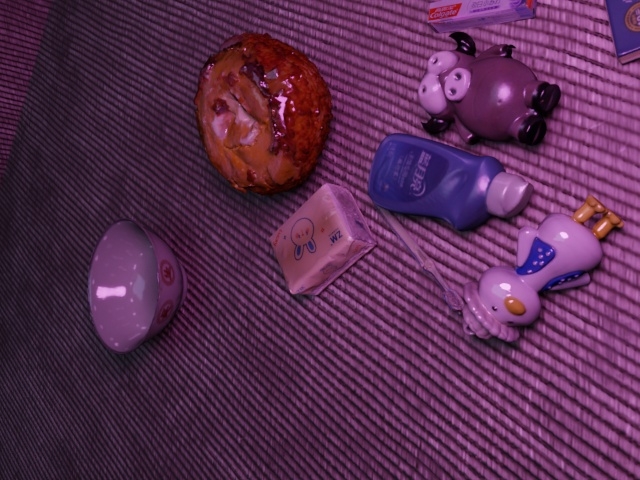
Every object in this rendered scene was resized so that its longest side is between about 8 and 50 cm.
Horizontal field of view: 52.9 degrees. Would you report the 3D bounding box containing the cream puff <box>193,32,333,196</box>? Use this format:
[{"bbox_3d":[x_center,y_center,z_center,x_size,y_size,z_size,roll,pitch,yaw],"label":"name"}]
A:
[{"bbox_3d":[-0.110,-0.264,1.336,0.350,0.229,0.350,23,125,38],"label":"cream puff"}]

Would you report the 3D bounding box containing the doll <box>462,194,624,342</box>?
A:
[{"bbox_3d":[0.325,0.053,0.985,0.293,0.138,0.119,-47,17,26],"label":"doll"}]

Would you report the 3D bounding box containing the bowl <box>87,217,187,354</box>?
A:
[{"bbox_3d":[-0.446,0.118,1.649,0.337,0.157,0.337,-5,83,43],"label":"bowl"}]

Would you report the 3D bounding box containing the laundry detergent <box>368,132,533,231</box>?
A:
[{"bbox_3d":[0.219,-0.096,1.110,0.290,0.094,0.143,20,95,42],"label":"laundry detergent"}]

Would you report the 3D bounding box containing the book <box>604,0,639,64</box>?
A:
[{"bbox_3d":[0.585,-0.451,0.852,0.428,0.039,0.300,-15,76,40],"label":"book"}]

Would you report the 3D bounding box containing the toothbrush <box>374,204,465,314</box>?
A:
[{"bbox_3d":[0.178,0.023,1.184,0.026,0.028,0.294,-51,50,24],"label":"toothbrush"}]

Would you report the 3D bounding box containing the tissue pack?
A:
[{"bbox_3d":[0.000,0.000,1.300,0.196,0.092,0.148,-42,59,30],"label":"tissue pack"}]

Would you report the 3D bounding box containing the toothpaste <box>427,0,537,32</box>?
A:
[{"bbox_3d":[0.280,-0.403,1.125,0.196,0.040,0.047,7,88,43],"label":"toothpaste"}]

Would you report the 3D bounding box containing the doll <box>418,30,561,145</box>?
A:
[{"bbox_3d":[0.263,-0.241,1.071,0.257,0.117,0.182,33,113,37],"label":"doll"}]
